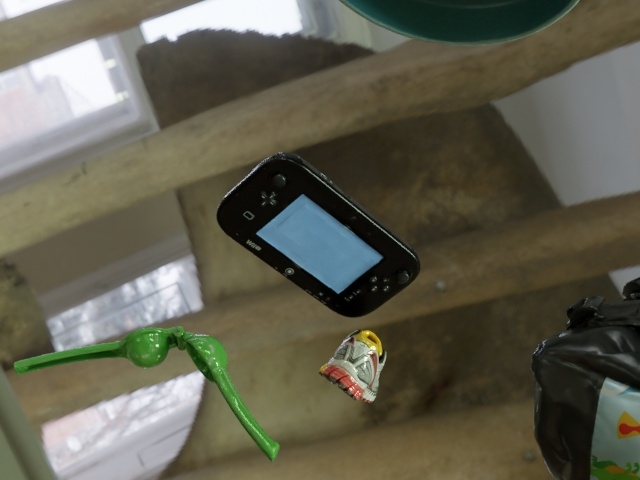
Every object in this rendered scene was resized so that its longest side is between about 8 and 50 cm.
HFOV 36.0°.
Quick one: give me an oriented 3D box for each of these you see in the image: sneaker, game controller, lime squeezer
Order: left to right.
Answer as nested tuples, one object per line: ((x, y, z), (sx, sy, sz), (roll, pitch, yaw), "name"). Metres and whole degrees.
((-0.173, 0.144, 1.072), (0.310, 0.110, 0.059), (16, -20, 13), "lime squeezer")
((0.000, 0.000, 1.476), (0.319, 0.166, 0.067), (37, 19, -28), "game controller")
((0.064, 0.185, 1.471), (0.088, 0.092, 0.225), (36, -3, 8), "sneaker")

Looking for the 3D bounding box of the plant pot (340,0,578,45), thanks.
((0.138, -0.368, 0.915), (0.272, 0.255, 0.271), (13, -26, 7), "plant pot")

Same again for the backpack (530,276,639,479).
((0.378, 0.165, 0.738), (0.356, 0.290, 0.273), (-3, -86, 37), "backpack")
